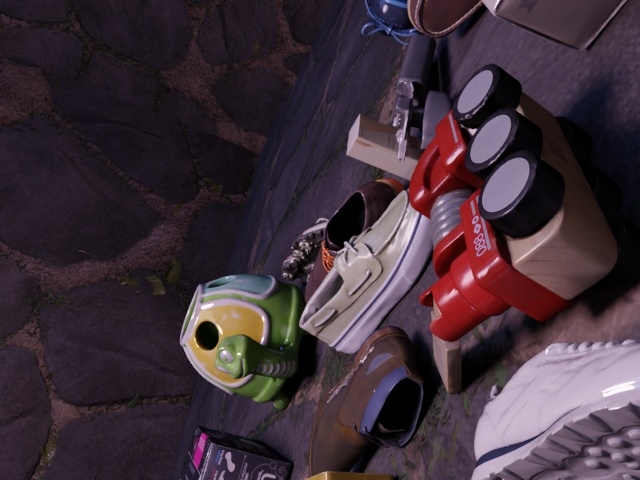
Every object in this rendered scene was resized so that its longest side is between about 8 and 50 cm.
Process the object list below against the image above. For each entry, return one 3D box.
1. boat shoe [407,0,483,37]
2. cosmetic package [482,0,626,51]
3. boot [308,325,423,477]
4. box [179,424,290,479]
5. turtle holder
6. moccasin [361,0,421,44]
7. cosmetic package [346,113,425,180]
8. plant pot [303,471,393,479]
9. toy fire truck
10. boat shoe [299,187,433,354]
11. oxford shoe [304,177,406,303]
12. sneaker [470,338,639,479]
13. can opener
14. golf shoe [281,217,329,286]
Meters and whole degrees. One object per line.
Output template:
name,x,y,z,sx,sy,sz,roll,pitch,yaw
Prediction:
boat shoe,0.229,-0.406,0.803,0.342,0.123,0.123,-49,22,40
cosmetic package,0.202,-0.347,0.613,0.153,0.129,0.296,-55,38,38
boot,0.047,0.210,0.689,0.106,0.082,0.219,-117,51,-75
box,-0.163,0.432,1.055,0.247,0.142,0.163,149,138,-70
turtle holder,-0.145,0.194,1.140,0.320,0.228,0.243,-90,25,-56
moccasin,0.157,-0.446,1.170,0.342,0.138,0.116,-65,-1,-58
cosmetic package,0.100,-0.140,0.911,0.041,0.115,0.060,123,161,-45
plant pot,0.029,0.299,0.648,0.081,0.082,0.083,129,145,-53
toy fire truck,0.139,0.010,0.543,0.246,0.159,0.217,-47,25,34
boat shoe,0.065,0.042,0.831,0.109,0.094,0.302,-92,26,-57
oxford shoe,0.027,0.014,0.943,0.097,0.098,0.271,47,126,29
sneaker,0.172,0.098,0.375,0.235,0.090,0.094,-50,14,50
can opener,0.163,-0.221,0.920,0.076,0.095,0.283,90,-166,-44
golf shoe,0.000,0.000,1.137,0.120,0.105,0.273,-68,12,-24
